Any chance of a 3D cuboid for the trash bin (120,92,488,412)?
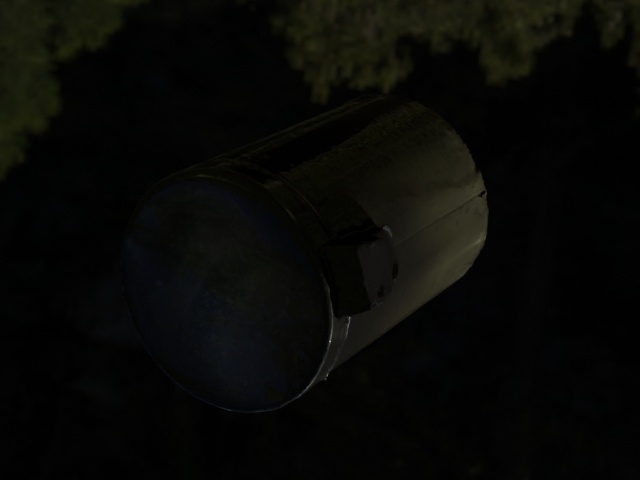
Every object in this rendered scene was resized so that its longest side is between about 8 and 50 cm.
[{"bbox_3d":[0.000,0.000,1.384,0.252,0.203,0.301,-8,-168,33],"label":"trash bin"}]
